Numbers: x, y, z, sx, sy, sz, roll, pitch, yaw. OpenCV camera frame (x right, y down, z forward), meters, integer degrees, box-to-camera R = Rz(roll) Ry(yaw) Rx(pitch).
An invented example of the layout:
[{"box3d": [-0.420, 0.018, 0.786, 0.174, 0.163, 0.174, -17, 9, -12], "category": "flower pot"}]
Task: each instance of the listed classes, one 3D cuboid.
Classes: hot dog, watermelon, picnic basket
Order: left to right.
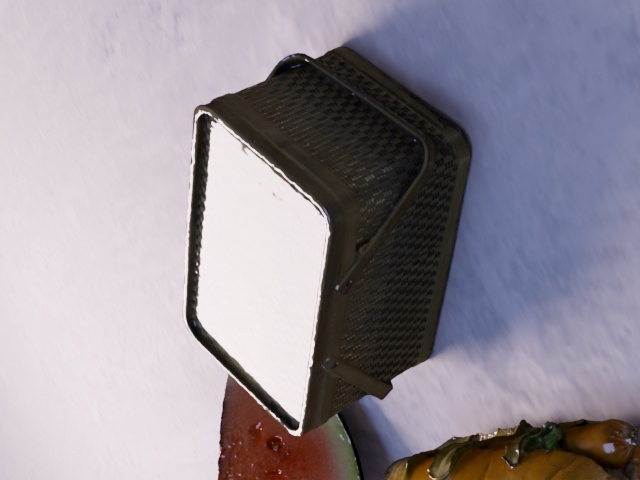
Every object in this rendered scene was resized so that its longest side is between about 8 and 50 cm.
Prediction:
[{"box3d": [-0.031, 0.200, 1.282, 0.193, 0.137, 0.145, 51, -179, 18], "category": "watermelon"}, {"box3d": [0.000, 0.000, 1.045, 0.165, 0.139, 0.267, 40, 141, 32], "category": "picnic basket"}, {"box3d": [0.141, 0.170, 0.997, 0.269, 0.109, 0.072, -23, 84, 54], "category": "hot dog"}]
